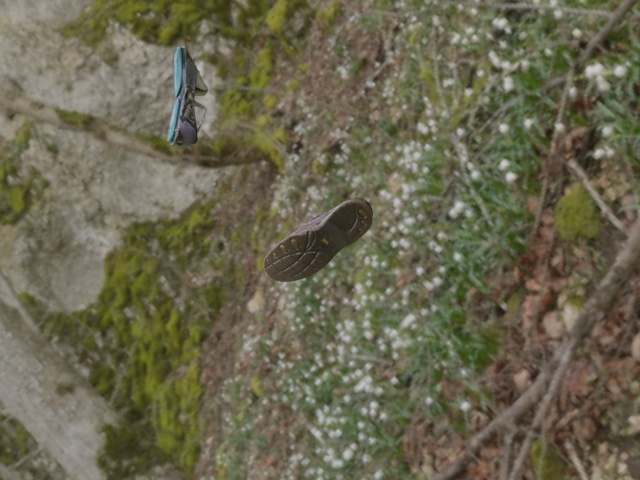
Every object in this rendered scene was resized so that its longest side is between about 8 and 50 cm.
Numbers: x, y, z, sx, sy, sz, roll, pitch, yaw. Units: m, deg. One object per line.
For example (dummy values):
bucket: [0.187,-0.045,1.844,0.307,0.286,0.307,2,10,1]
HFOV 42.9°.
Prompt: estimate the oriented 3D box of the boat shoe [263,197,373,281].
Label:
boat shoe: [0.000,-0.001,1.145,0.178,0.064,0.060,-33,7,17]

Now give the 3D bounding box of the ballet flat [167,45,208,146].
ballet flat: [-0.141,-0.152,0.875,0.041,0.041,0.114,90,-179,-74]
